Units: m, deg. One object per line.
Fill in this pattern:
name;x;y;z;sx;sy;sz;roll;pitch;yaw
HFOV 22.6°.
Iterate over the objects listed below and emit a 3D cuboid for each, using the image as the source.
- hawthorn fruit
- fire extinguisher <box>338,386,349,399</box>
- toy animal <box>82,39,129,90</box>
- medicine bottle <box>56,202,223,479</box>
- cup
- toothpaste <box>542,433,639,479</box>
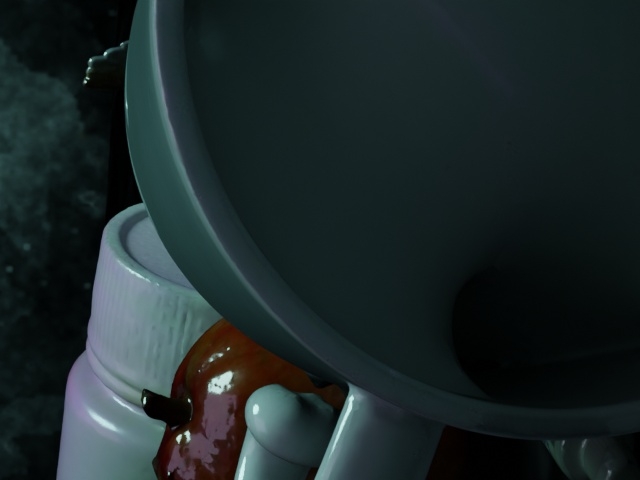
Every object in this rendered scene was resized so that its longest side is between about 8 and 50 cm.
hawthorn fruit;-0.011;0.109;0.944;0.185;0.202;0.185;-171;90;-68
fire extinguisher;0.061;0.248;0.750;0.200;0.113;0.376;85;174;-64
toy animal;-0.068;-0.168;1.476;0.160;0.272;0.197;54;179;45
medicine bottle;-0.101;0.177;1.283;0.219;0.219;0.388;-114;31;-64
cup;0.035;-0.014;0.628;0.274;0.259;0.357;172;119;-80
toothpaste;0.113;0.066;0.809;0.255;0.037;0.067;-116;27;-71
